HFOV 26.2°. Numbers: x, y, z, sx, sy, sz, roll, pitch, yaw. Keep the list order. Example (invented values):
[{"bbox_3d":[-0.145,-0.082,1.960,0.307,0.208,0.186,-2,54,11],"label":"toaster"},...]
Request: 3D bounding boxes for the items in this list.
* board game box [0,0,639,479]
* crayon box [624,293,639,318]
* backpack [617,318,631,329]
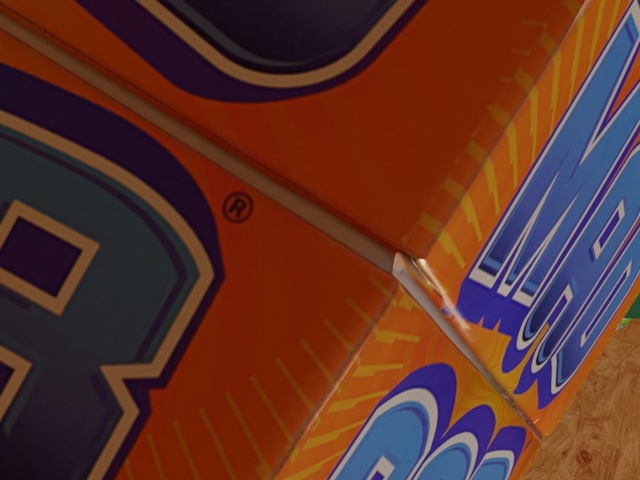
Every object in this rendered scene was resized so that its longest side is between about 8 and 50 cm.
[{"bbox_3d":[-0.077,-0.036,0.543,0.356,0.356,0.356,-57,160,-4],"label":"board game box"},{"bbox_3d":[0.336,-0.132,1.518,0.313,0.106,0.363,71,22,-67],"label":"crayon box"},{"bbox_3d":[0.438,-0.032,2.021,0.355,0.273,0.290,-55,158,-46],"label":"backpack"}]
